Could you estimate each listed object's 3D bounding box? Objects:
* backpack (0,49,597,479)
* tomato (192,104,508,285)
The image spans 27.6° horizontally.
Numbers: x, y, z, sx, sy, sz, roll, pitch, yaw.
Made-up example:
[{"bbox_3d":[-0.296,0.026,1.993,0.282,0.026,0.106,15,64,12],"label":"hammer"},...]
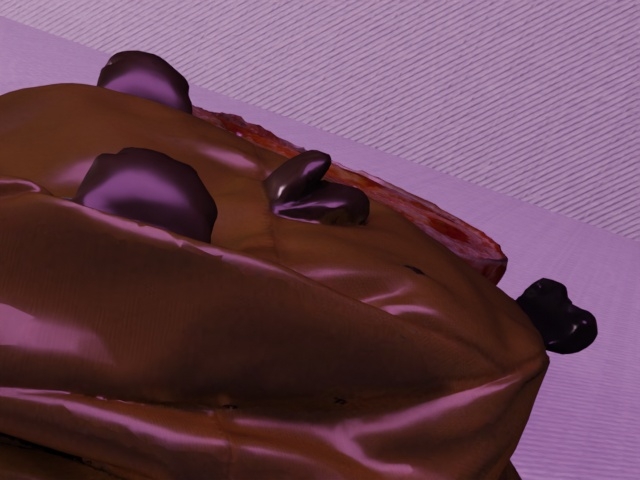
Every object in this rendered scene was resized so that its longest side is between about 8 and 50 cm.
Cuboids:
[{"bbox_3d":[-0.061,0.041,0.662,0.378,0.201,0.353,13,16,-13],"label":"backpack"},{"bbox_3d":[-0.009,0.008,1.072,0.338,0.144,0.338,22,10,-4],"label":"tomato"}]
